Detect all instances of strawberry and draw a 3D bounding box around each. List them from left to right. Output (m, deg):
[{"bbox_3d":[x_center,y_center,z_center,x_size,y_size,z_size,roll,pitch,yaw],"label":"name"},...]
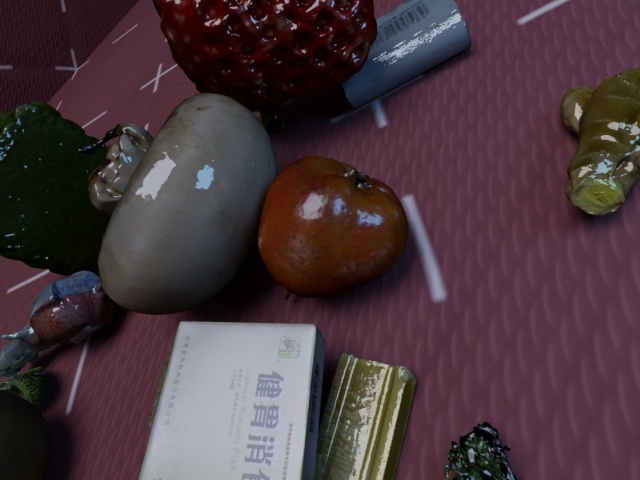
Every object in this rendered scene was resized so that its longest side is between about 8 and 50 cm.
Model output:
[{"bbox_3d":[-0.084,-0.355,0.680,0.346,0.317,0.295,22,43,24],"label":"strawberry"}]

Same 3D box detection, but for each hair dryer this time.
[{"bbox_3d":[-0.117,-0.331,0.899,0.135,0.090,0.278,-27,49,6],"label":"hair dryer"}]

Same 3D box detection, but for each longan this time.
[{"bbox_3d":[-0.569,0.351,0.635,0.258,0.258,0.257,-17,52,24],"label":"longan"}]

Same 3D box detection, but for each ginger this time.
[{"bbox_3d":[0.339,-0.123,0.461,0.115,0.081,0.205,-9,54,36],"label":"ginger"}]

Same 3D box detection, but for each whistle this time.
[{"bbox_3d":[-0.530,0.171,0.809,0.346,0.133,0.142,-36,2,16],"label":"whistle"}]

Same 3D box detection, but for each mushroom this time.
[{"bbox_3d":[-0.238,-0.069,0.638,0.362,0.295,0.362,-49,23,29],"label":"mushroom"}]

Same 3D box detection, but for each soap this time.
[{"bbox_3d":[0.030,0.255,0.443,0.092,0.037,0.251,5,63,35],"label":"soap"}]

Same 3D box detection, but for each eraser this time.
[{"bbox_3d":[0.140,-0.362,0.760,0.227,0.081,0.173,-23,54,19],"label":"eraser"}]

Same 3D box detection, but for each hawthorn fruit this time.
[{"bbox_3d":[0.000,0.000,0.560,0.225,0.197,0.196,-56,42,24],"label":"hawthorn fruit"}]

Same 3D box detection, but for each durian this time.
[{"bbox_3d":[-0.610,0.291,0.804,0.216,0.100,0.086,-24,48,29],"label":"durian"}]

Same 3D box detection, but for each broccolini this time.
[{"bbox_3d":[0.222,0.200,0.335,0.272,0.062,0.123,-26,64,24],"label":"broccolini"}]

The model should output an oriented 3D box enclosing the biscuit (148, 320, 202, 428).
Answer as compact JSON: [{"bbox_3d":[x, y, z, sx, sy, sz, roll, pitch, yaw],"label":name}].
[{"bbox_3d":[-0.196,0.204,0.610,0.082,0.070,0.168,-1,64,41],"label":"biscuit"}]

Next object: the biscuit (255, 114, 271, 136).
[{"bbox_3d":[-0.162,-0.230,0.911,0.140,0.023,0.118,-29,48,14],"label":"biscuit"}]

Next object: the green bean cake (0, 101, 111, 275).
[{"bbox_3d":[-0.623,-0.109,0.933,0.218,0.319,0.334,0,60,35],"label":"green bean cake"}]

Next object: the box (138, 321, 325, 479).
[{"bbox_3d":[-0.095,0.222,0.445,0.176,0.062,0.260,-1,60,13],"label":"box"}]
